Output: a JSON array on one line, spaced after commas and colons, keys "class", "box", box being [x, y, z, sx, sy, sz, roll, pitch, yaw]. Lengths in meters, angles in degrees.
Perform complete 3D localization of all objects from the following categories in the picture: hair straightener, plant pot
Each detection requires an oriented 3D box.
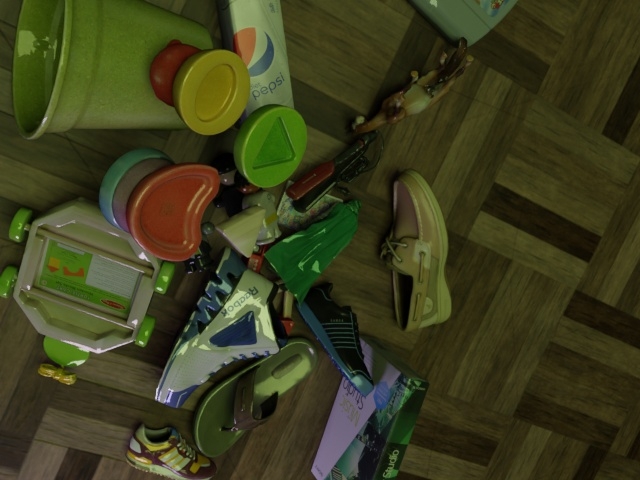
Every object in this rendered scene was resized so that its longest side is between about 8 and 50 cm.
[{"class": "hair straightener", "box": [0.037, -0.129, 1.524, 0.230, 0.047, 0.089, -42, 140, -15]}, {"class": "plant pot", "box": [-0.317, -0.277, 1.243, 0.254, 0.276, 0.276, 5, 103, -35]}]

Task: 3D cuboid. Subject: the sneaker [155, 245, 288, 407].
[{"class": "sneaker", "box": [-0.164, 0.185, 1.444, 0.182, 0.127, 0.315, 26, 104, -9]}]

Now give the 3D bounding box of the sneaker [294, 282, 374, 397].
[{"class": "sneaker", "box": [0.047, 0.190, 1.550, 0.090, 0.081, 0.232, -34, 81, -8]}]

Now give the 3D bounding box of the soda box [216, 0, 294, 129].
[{"class": "soda box", "box": [-0.115, -0.333, 1.378, 0.091, 0.098, 0.286, -13, 109, -18]}]

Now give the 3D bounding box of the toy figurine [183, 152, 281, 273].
[{"class": "toy figurine", "box": [-0.187, -0.054, 1.365, 0.213, 0.209, 0.148, -22, 106, -16]}]

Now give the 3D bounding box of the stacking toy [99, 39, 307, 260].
[{"class": "stacking toy", "box": [-0.181, -0.128, 1.203, 0.280, 0.130, 0.308, 19, 99, -52]}]

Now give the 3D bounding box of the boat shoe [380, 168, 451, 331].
[{"class": "boat shoe", "box": [0.183, 0.028, 1.583, 0.110, 0.122, 0.341, -19, 112, -17]}]

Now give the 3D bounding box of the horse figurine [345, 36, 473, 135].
[{"class": "horse figurine", "box": [0.183, -0.282, 1.497, 0.263, 0.174, 0.066, -35, 84, -23]}]

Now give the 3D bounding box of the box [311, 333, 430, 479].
[{"class": "box", "box": [0.091, 0.376, 1.580, 0.059, 0.232, 0.321, 13, 99, -25]}]

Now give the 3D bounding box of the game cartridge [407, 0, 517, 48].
[{"class": "game cartridge", "box": [0.309, -0.529, 1.520, 0.198, 0.062, 0.297, 36, 89, -22]}]

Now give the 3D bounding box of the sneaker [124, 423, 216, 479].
[{"class": "sneaker", "box": [-0.276, 0.408, 1.533, 0.186, 0.069, 0.083, 20, 102, -26]}]

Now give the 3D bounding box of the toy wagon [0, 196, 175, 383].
[{"class": "toy wagon", "box": [-0.408, 0.094, 1.355, 0.267, 0.068, 0.344, 21, 118, -6]}]

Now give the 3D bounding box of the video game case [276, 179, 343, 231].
[{"class": "video game case", "box": [-0.024, -0.057, 1.538, 0.122, 0.011, 0.087, 19, 97, -25]}]

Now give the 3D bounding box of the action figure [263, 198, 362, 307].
[{"class": "action figure", "box": [0.000, 0.000, 1.513, 0.232, 0.063, 0.137, -43, 125, -21]}]

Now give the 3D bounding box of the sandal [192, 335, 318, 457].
[{"class": "sandal", "box": [-0.127, 0.303, 1.553, 0.303, 0.086, 0.120, -41, 115, -7]}]

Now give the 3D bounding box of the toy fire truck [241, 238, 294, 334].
[{"class": "toy fire truck", "box": [-0.099, 0.087, 1.527, 0.135, 0.047, 0.192, 15, 97, -25]}]
